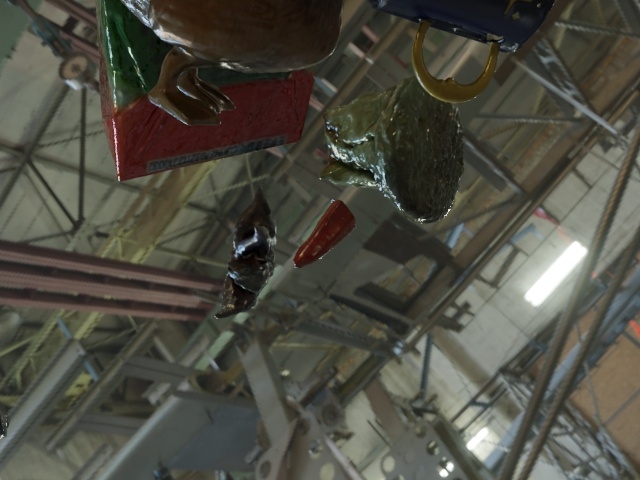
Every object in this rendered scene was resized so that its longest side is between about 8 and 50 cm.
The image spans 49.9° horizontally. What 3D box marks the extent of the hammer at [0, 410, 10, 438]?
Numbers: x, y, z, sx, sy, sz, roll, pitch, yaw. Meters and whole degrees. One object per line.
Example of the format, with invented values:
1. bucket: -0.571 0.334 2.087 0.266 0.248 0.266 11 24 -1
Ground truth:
1. hammer: -0.671 0.171 1.259 0.044 0.427 0.152 -25 1 -24

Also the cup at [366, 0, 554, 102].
1. cup: 0.204 -0.364 1.030 0.256 0.255 0.178 8 -23 -20

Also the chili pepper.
1. chili pepper: 0.000 -0.002 1.423 0.169 0.065 0.088 -48 -45 -24

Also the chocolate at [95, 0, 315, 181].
1. chocolate: -0.186 -0.295 1.099 0.360 0.161 0.341 -17 -36 -28

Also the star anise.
1. star anise: -0.088 0.019 0.882 0.204 0.061 0.181 127 155 -75

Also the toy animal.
1. toy animal: -0.070 -0.170 0.424 0.089 0.188 0.179 -80 16 -63

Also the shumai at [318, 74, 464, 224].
1. shumai: 0.153 -0.218 1.654 0.397 0.323 0.324 24 -102 -56
